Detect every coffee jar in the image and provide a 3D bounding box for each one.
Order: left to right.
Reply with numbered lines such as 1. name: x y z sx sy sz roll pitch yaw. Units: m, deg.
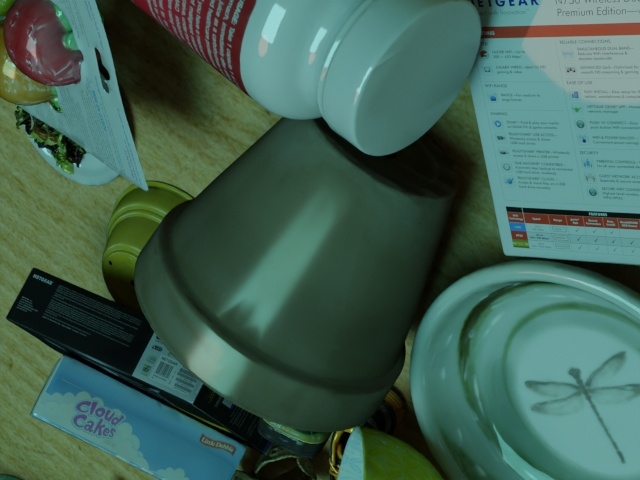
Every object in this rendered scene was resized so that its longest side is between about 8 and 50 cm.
1. coffee jar: -0.015 0.178 1.929 0.096 0.079 0.184 25 119 14

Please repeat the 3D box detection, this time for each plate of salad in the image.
1. plate of salad: -0.331 -0.158 2.017 0.199 0.048 0.200 20 128 28

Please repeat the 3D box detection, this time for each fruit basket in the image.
1. fruit basket: -0.331 -0.256 1.824 0.353 0.165 0.327 28 144 35

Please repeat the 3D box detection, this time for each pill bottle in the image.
1. pill bottle: -0.044 -0.267 1.540 0.407 0.229 0.229 41 136 27

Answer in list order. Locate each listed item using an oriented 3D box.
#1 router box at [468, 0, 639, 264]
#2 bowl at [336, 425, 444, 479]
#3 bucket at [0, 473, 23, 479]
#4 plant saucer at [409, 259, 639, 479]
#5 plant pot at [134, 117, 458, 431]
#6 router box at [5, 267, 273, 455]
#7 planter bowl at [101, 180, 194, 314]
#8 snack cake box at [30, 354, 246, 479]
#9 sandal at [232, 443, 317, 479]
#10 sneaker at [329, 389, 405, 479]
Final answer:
1. router box: 0.311 -0.124 1.494 0.335 0.082 0.301 5 119 37
2. bowl: 0.097 0.368 1.798 0.156 0.289 0.289 9 129 -6
3. bucket: -0.530 0.527 2.519 0.281 0.183 0.281 20 128 28
4. plant saucer: 0.290 0.185 1.695 0.400 0.100 0.400 21 128 29
5. plant pot: 0.000 0.000 1.697 0.323 0.323 0.280 41 119 11
6. router box: -0.218 0.158 2.011 0.308 0.081 0.243 21 167 27
7. planter bowl: -0.217 0.039 2.021 0.217 0.090 0.217 20 128 28
8. snack cake box: -0.239 0.246 2.015 0.264 0.089 0.152 28 170 -7
9. sandal: -0.057 0.296 2.068 0.088 0.079 0.240 18 166 -29
10. sneaker: 0.042 0.274 1.966 0.084 0.083 0.215 27 132 22
